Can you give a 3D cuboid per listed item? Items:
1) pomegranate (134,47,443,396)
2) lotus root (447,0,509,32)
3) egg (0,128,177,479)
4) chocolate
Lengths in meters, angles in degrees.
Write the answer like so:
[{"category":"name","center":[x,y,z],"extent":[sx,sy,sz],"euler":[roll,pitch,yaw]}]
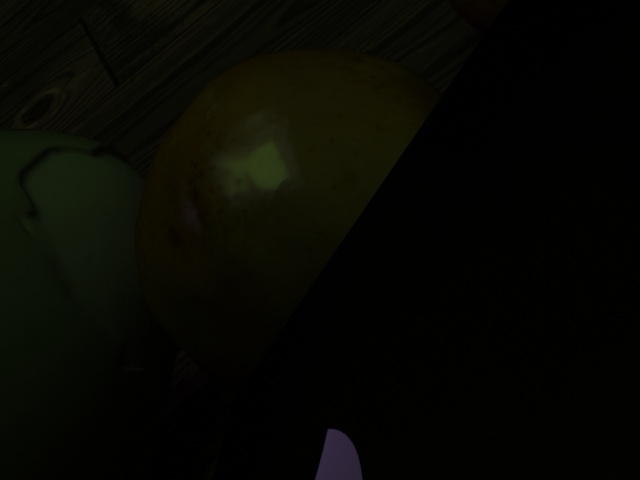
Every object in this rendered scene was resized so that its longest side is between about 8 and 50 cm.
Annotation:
[{"category":"pomegranate","center":[0.001,-0.006,0.885],"extent":[0.233,0.233,0.233],"euler":[-29,31,20]},{"category":"lotus root","center":[0.163,-0.215,1.033],"extent":[0.141,0.169,0.314],"euler":[-12,17,-28]},{"category":"egg","center":[-0.228,0.077,0.976],"extent":[0.336,0.278,0.278],"euler":[-46,30,-9]},{"category":"chocolate","center":[0.140,0.125,0.488],"extent":[0.314,0.297,0.326],"euler":[-55,27,25]}]
